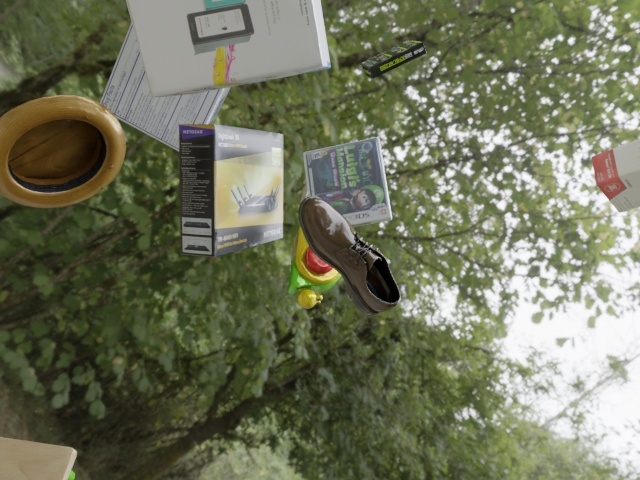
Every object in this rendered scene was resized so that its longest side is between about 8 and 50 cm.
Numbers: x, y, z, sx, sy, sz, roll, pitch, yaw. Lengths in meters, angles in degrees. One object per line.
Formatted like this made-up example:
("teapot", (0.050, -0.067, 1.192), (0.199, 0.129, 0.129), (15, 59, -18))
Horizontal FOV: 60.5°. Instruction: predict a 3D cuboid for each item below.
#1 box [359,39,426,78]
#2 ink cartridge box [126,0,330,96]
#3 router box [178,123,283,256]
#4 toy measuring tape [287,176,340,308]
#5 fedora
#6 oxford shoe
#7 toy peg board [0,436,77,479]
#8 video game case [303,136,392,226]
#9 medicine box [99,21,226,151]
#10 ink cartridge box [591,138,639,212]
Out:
("box", (0.227, -0.582, 1.758), (0.191, 0.184, 0.045), (-107, 173, -68))
("ink cartridge box", (-0.136, -0.352, 0.878), (0.198, 0.269, 0.197), (-73, 154, -73))
("router box", (-0.173, -0.108, 1.138), (0.309, 0.080, 0.243), (-21, 113, -68))
("toy measuring tape", (0.000, 0.000, 1.235), (0.121, 0.121, 0.330), (87, 9, -61))
("fedora", (-0.391, -0.139, 0.806), (0.079, 0.194, 0.194), (45, -19, 37))
("oxford shoe", (0.055, 0.016, 0.878), (0.227, 0.083, 0.096), (50, -28, -8))
("toy peg board", (-0.447, 0.381, 0.792), (0.079, 0.161, 0.161), (89, 9, -56))
("video game case", (0.056, -0.120, 1.187), (0.022, 0.173, 0.191), (52, 30, -69))
("medicine box", (-0.425, -0.430, 1.543), (0.289, 0.264, 0.149), (28, 23, -10))
("ink cartridge box", (0.590, -0.127, 0.938), (0.198, 0.067, 0.115), (-22, -40, 40))
